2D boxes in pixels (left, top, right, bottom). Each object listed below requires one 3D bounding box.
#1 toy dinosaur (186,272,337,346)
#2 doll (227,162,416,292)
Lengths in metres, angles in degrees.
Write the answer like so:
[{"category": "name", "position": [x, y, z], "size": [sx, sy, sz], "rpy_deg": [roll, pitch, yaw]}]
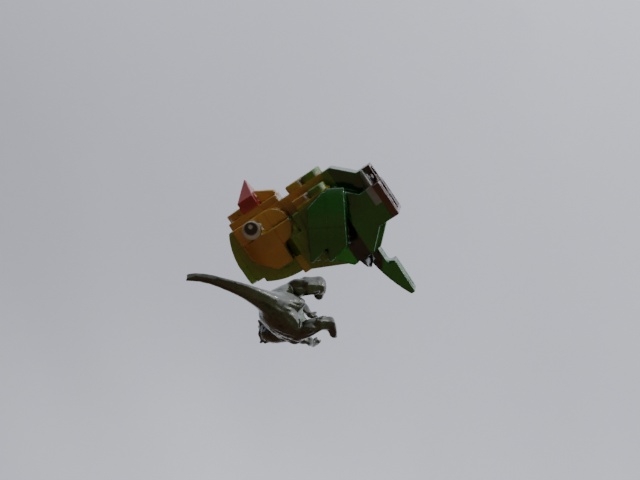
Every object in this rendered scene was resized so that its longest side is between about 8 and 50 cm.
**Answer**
[{"category": "toy dinosaur", "position": [-0.077, 0.102, 1.973], "size": [0.187, 0.179, 0.087], "rpy_deg": [106, -28, -59]}, {"category": "doll", "position": [-0.001, -0.009, 1.630], "size": [0.186, 0.106, 0.134], "rpy_deg": [-4, -82, 5]}]
